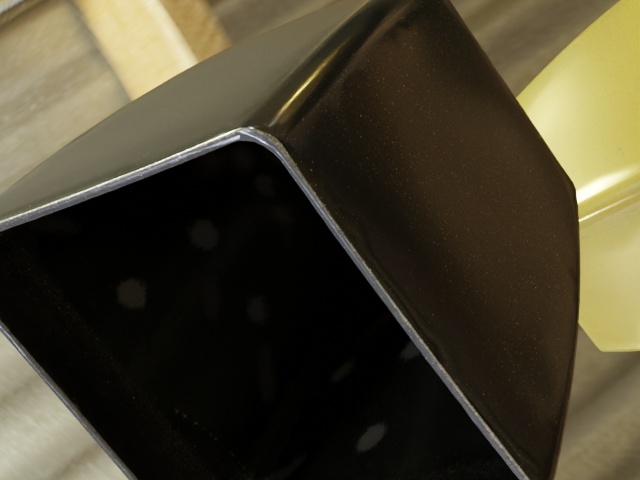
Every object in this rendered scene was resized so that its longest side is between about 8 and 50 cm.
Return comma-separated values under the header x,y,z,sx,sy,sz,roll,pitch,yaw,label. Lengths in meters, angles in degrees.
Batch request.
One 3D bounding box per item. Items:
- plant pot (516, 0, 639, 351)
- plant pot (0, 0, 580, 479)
x,y,z,sx,sy,sz,roll,pitch,yaw,label
0.248,-0.042,1.341,0.187,0.212,0.212,-25,-49,19,plant pot
0.000,0.000,0.740,0.187,0.188,0.167,52,-134,-21,plant pot
